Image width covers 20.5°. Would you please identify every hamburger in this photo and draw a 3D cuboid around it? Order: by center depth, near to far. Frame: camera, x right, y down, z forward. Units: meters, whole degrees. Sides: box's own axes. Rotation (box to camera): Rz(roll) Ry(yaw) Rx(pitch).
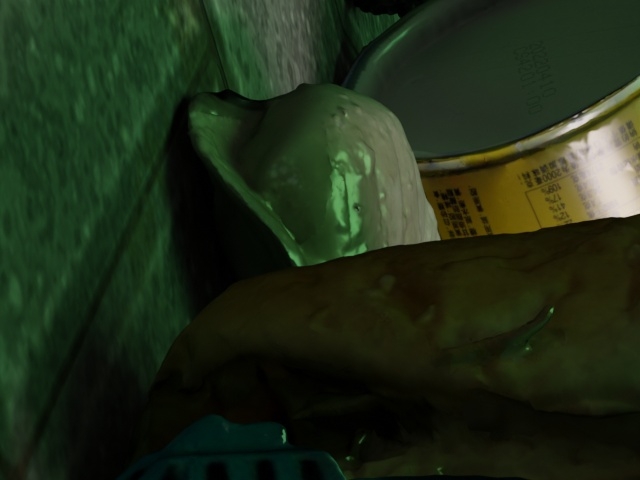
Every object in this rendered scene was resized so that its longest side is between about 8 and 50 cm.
[{"bbox_3d":[0.020,0.100,0.674,0.330,0.209,0.162,121,-34,-50],"label":"hamburger"}]

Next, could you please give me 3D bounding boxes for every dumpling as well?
[{"bbox_3d":[0.000,-0.001,0.853,0.176,0.092,0.150,65,20,-50],"label":"dumpling"}]

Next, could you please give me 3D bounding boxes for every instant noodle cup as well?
[{"bbox_3d":[0.165,-0.024,1.149,0.325,0.326,0.254,-79,147,-54],"label":"instant noodle cup"}]

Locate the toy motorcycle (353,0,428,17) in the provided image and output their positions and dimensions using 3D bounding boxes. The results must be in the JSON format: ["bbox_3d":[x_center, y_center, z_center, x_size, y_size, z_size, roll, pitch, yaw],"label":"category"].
[{"bbox_3d":[0.093,-0.232,1.304,0.229,0.130,0.094,-81,154,-53],"label":"toy motorcycle"}]

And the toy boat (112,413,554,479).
[{"bbox_3d":[0.022,0.086,0.491,0.134,0.299,0.092,166,-76,-72],"label":"toy boat"}]
